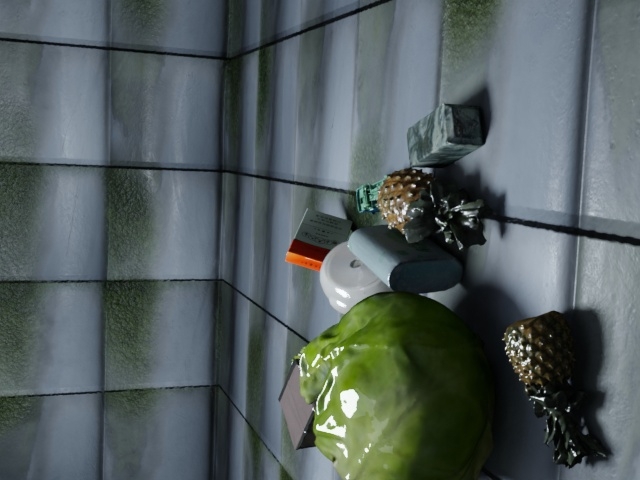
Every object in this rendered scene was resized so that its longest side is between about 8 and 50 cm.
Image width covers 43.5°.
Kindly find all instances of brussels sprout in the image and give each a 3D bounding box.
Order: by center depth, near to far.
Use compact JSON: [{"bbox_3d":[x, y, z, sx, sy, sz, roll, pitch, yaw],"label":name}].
[{"bbox_3d":[0.166,0.289,1.560,0.361,0.343,0.425,-59,34,16],"label":"brussels sprout"}]

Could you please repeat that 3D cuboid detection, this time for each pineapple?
[{"bbox_3d":[0.380,0.244,1.309,0.125,0.125,0.251,137,120,-63],"label":"pineapple"},{"bbox_3d":[0.228,-0.055,1.644,0.310,0.170,0.141,33,151,62],"label":"pineapple"}]

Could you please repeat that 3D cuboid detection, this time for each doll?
[{"bbox_3d":[0.113,0.115,1.941,0.251,0.221,0.221,18,108,40],"label":"doll"}]

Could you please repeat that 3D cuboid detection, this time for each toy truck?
[{"bbox_3d":[0.168,-0.117,1.940,0.175,0.081,0.067,-24,67,48],"label":"toy truck"}]

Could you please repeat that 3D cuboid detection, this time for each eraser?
[{"bbox_3d":[0.180,0.036,1.733,0.227,0.174,0.081,-137,44,-63],"label":"eraser"}]

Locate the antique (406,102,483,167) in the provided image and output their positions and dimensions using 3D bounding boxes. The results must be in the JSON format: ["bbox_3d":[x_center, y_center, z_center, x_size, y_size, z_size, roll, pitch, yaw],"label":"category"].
[{"bbox_3d":[0.257,-0.215,1.653,0.183,0.086,0.088,152,116,-67],"label":"antique"}]

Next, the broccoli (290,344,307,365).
[{"bbox_3d":[0.029,0.343,2.191,0.194,0.220,0.194,14,-90,-71],"label":"broccoli"}]

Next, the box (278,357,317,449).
[{"bbox_3d":[0.052,0.391,1.958,0.188,0.252,0.153,110,151,-41],"label":"box"}]

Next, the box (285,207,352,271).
[{"bbox_3d":[0.000,0.000,2.139,0.245,0.139,0.035,-71,-3,-57],"label":"box"}]
